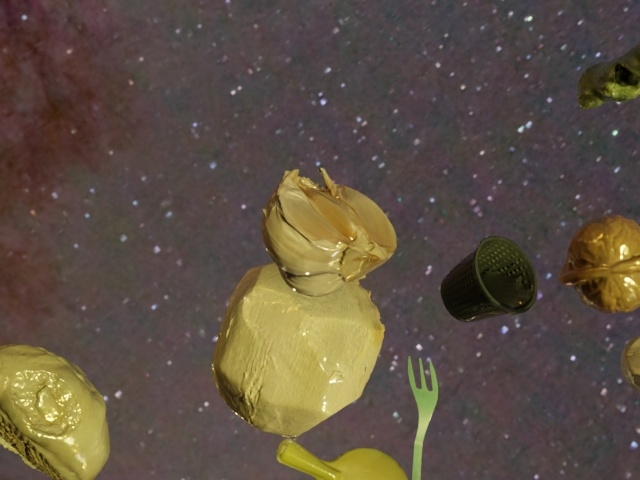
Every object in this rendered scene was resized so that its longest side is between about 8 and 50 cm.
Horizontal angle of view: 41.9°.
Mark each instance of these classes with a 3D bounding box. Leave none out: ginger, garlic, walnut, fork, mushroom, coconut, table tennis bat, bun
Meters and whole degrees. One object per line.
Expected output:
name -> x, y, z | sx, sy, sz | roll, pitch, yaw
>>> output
ginger -> 0.559, -0.298, 1.450 | 0.290, 0.137, 0.089 | -19, -89, 56
garlic -> 0.000, 0.000, 1.213 | 0.178, 0.229, 0.143 | 54, -52, 29
walnut -> 0.659, 0.056, 1.900 | 0.257, 0.257, 0.225 | -16, -94, 57
fork -> 0.111, 0.241, 0.918 | 0.039, 0.235, 0.021 | 12, -26, -16
mushroom -> 0.699, 0.264, 1.760 | 0.128, 0.128, 0.350 | 33, 8, 24
coconut -> -0.043, 0.202, 1.722 | 0.346, 0.346, 0.361 | 26, -80, 33
table tennis bat -> 0.055, 0.602, 2.075 | 0.368, 0.224, 0.054 | 27, -24, -3
bun -> -0.592, 0.356, 1.798 | 0.364, 0.202, 0.364 | 27, -35, 20

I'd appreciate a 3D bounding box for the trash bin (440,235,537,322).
trash bin -> 0.349, 0.096, 1.796 | 0.175, 0.175, 0.161 | 51, -38, -4
